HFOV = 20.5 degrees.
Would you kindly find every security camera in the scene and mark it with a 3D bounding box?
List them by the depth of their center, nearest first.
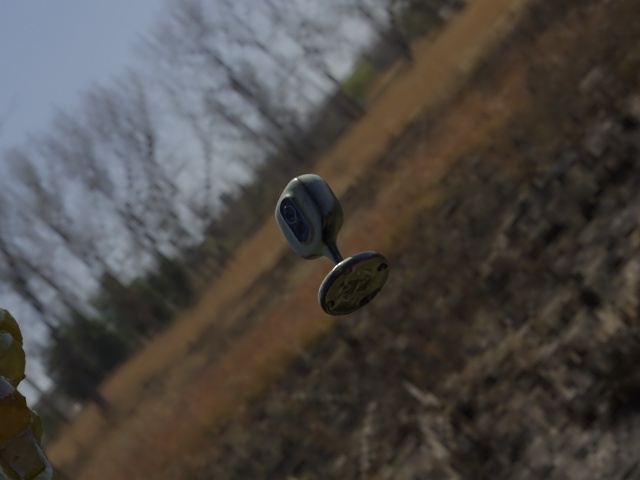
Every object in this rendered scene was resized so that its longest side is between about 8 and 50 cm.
[{"bbox_3d":[0.000,0.000,1.191,0.058,0.092,0.058,-27,-33,-20],"label":"security camera"}]

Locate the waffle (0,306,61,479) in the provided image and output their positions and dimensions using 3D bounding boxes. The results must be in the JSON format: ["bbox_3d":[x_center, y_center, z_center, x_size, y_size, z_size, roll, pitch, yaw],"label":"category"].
[{"bbox_3d":[-0.243,0.098,0.668,0.281,0.301,0.058,-15,-42,-12],"label":"waffle"}]
